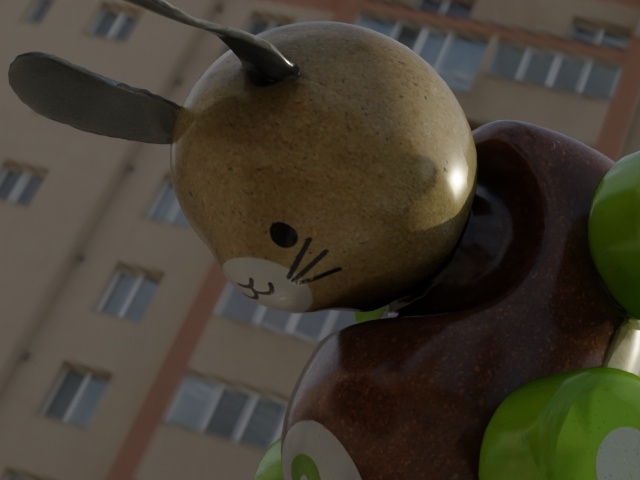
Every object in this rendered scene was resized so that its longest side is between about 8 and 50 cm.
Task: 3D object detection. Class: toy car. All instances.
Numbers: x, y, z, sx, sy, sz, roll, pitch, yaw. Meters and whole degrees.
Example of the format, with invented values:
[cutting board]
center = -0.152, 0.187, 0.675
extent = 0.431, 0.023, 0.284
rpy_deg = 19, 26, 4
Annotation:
[toy car]
center = 0.000, 0.000, 0.441
extent = 0.188, 0.149, 0.155
rpy_deg = 37, -26, -18
